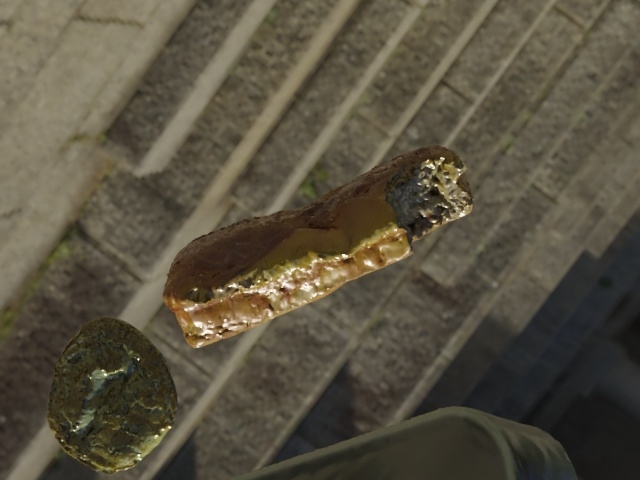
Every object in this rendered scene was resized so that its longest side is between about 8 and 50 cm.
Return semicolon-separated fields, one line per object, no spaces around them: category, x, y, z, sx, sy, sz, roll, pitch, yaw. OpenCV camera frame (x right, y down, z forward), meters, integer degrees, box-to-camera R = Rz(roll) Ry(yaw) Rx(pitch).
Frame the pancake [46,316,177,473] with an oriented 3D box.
pancake;-0.146;0.107;0.943;0.108;0.108;0.017;-54;157;13

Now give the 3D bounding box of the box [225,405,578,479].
box;0.016;0.347;0.941;0.396;0.396;0.111;-24;152;33

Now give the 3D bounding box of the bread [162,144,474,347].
bread;0.000;0.000;1.596;0.380;0.109;0.185;-23;-169;7
